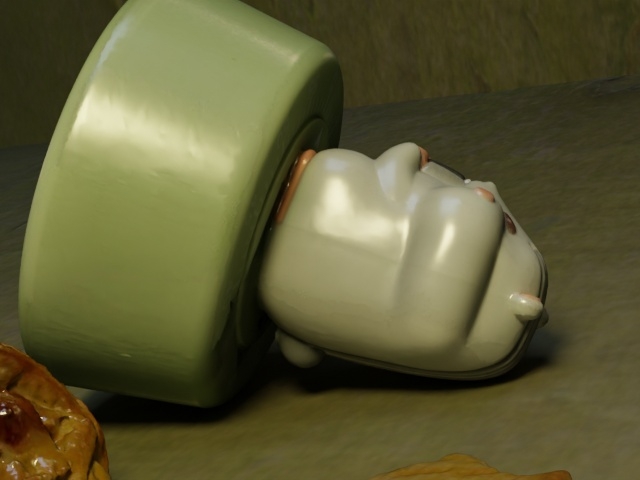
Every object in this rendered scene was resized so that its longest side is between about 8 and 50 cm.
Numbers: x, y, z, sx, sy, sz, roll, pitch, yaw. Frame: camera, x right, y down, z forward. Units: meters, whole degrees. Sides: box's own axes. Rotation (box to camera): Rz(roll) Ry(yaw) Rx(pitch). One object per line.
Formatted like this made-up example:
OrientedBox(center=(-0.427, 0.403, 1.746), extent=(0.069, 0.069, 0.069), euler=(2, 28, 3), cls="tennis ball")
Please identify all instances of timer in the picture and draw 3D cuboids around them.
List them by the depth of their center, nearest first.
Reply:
OrientedBox(center=(0.000, 0.000, 1.299), extent=(0.315, 0.290, 0.291), euler=(17, 17, 11), cls="timer")

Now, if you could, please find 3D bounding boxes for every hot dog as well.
OrientedBox(center=(-0.231, 0.131, 1.088), extent=(0.227, 0.099, 0.160), euler=(-24, 55, -24), cls="hot dog")

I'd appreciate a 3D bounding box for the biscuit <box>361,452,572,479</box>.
OrientedBox(center=(0.004, 0.149, 1.009), extent=(0.229, 0.031, 0.176), euler=(-2, 13, 43), cls="biscuit")
